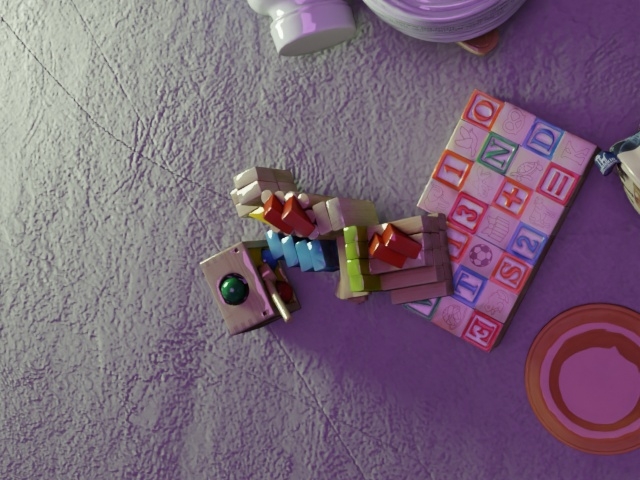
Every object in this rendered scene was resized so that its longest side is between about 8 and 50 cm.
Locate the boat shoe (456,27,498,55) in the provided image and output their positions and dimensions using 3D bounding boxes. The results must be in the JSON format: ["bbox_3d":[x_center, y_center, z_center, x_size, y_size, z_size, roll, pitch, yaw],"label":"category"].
[{"bbox_3d":[0.171,-0.303,1.429,0.063,0.059,0.170,-39,73,-6],"label":"boat shoe"}]

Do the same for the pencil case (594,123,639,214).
[{"bbox_3d":[0.524,-0.178,1.262,0.410,0.160,0.183,-45,52,14],"label":"pencil case"}]

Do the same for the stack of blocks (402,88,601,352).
[{"bbox_3d":[0.218,-0.026,1.404,0.171,0.087,0.297,28,100,16],"label":"stack of blocks"}]

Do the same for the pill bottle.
[{"bbox_3d":[-0.041,-0.394,1.446,0.152,0.152,0.271,-17,86,18],"label":"pill bottle"}]

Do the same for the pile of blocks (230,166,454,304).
[{"bbox_3d":[0.000,0.000,1.409,0.362,0.113,0.148,18,99,35],"label":"pile of blocks"}]

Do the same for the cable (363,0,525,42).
[{"bbox_3d":[0.157,-0.375,1.372,0.257,0.089,0.257,23,76,18],"label":"cable"}]

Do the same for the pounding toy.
[{"bbox_3d":[-0.084,0.067,1.478,0.100,0.141,0.130,-27,83,17],"label":"pounding toy"}]

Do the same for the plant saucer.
[{"bbox_3d":[0.362,0.181,1.389,0.200,0.037,0.199,0,91,19],"label":"plant saucer"}]
